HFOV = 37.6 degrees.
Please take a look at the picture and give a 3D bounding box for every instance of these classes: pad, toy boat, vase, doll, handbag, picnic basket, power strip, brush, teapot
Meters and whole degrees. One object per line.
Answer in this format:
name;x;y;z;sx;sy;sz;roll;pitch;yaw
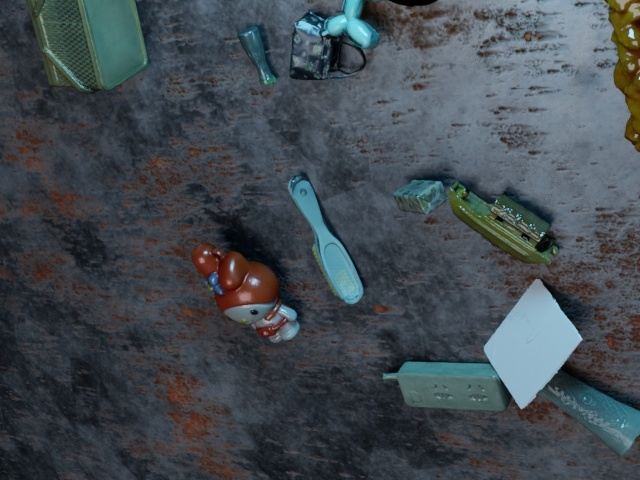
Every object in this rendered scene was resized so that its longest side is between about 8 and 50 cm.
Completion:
pad;0.400;0.199;1.794;0.156;0.004;0.232;61;141;33
toy boat;0.333;-0.037;1.699;0.226;0.068;0.088;36;128;10
vase;0.507;0.314;1.810;0.219;0.096;0.096;33;132;12
doll;-0.163;0.110;2.058;0.161;0.130;0.290;-14;126;44
handbag;0.016;-0.336;1.686;0.139;0.072;0.115;18;124;16
picnic basket;-0.461;-0.433;1.851;0.139;0.165;0.267;9;125;25
power strip;0.257;0.305;1.983;0.288;0.053;0.093;-4;118;33
doll;0.047;-0.420;1.607;0.158;0.059;0.159;19;108;20
brush;0.000;0.000;1.939;0.060;0.068;0.297;-1;117;58
teapot;-0.118;-0.348;1.782;0.043;0.043;0.111;-4;120;34

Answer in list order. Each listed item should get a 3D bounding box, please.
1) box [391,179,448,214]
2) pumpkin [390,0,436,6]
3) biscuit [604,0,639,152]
box;0.184;-0.081;1.737;0.045;0.062;0.098;61;158;-17
pumpkin;0.143;-0.467;1.471;0.202;0.140;0.202;24;127;36
biscuit;0.570;-0.282;1.352;0.318;0.110;0.312;-3;116;33
